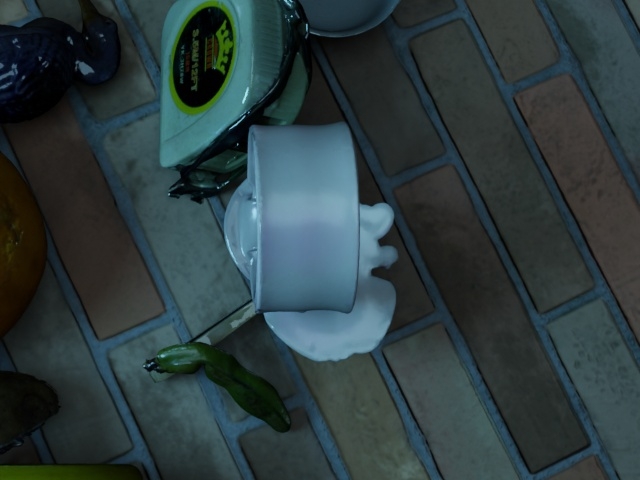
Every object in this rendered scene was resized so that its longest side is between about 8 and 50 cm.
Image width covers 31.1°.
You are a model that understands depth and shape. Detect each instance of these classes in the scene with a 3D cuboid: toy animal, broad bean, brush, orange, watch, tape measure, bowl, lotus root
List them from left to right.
[{"bbox_3d":[-0.438,0.003,1.223,0.284,0.226,0.283,4,71,-13],"label":"orange"},{"bbox_3d":[-0.397,0.172,1.167,0.167,0.329,0.078,10,102,29],"label":"lotus root"},{"bbox_3d":[-0.371,-0.216,1.314,0.185,0.122,0.298,51,47,2],"label":"toy animal"},{"bbox_3d":[-0.103,0.159,1.304,0.195,0.046,0.061,28,119,-25],"label":"broad bean"},{"bbox_3d":[-0.093,-0.175,1.325,0.115,0.207,0.235,10,75,-43],"label":"tape measure"},{"bbox_3d":[-0.072,0.052,1.349,0.327,0.070,0.065,-36,95,-10],"label":"brush"},{"bbox_3d":[0.000,0.000,1.218,0.196,0.231,0.244,-2,77,-7],"label":"watch"},{"bbox_3d":[0.007,-0.328,1.421,0.189,0.086,0.189,2,80,-10],"label":"bowl"}]

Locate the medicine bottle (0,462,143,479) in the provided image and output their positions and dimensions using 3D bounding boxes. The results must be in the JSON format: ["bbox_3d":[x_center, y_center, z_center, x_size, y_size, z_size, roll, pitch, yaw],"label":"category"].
[{"bbox_3d":[-0.297,0.422,1.171,0.224,0.224,0.384,2,81,-8],"label":"medicine bottle"}]
